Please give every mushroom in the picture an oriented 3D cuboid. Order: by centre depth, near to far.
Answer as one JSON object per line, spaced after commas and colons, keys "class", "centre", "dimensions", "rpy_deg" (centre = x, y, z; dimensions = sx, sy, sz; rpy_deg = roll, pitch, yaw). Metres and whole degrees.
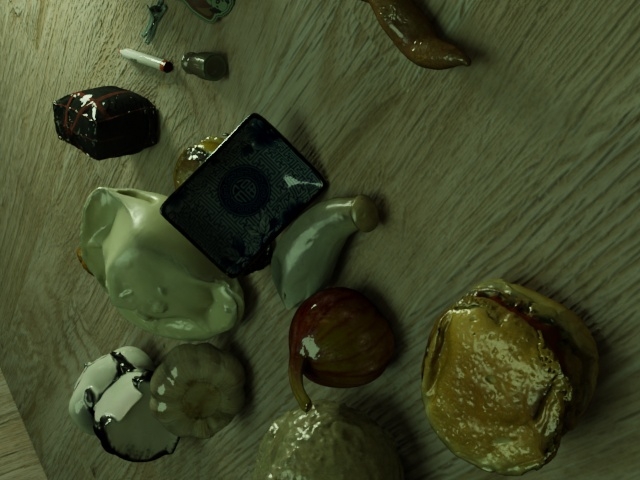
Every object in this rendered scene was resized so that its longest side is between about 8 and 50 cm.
{"class": "mushroom", "centre": [0.000, 0.000, 1.406], "dimensions": [0.118, 0.103, 0.270], "rpy_deg": [57, 135, 21]}

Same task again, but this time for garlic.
{"class": "garlic", "centre": [-0.269, 0.309, 1.827], "dimensions": [0.212, 0.219, 0.218], "rpy_deg": [-122, 28, -70]}

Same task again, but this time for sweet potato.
{"class": "sweet potato", "centre": [0.116, -0.308, 1.168], "dimensions": [0.281, 0.059, 0.067], "rpy_deg": [52, 127, 26]}

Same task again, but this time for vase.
{"class": "vase", "centre": [-0.226, -0.336, 1.604], "dimensions": [0.101, 0.053, 0.053], "rpy_deg": [22, 120, 51]}

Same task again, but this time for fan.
{"class": "fan", "centre": [-0.247, -0.486, 1.503], "dimensions": [0.220, 0.009, 0.132], "rpy_deg": [40, 137, -17]}

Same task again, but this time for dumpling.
{"class": "dumpling", "centre": [-0.336, 0.071, 1.754], "dimensions": [0.395, 0.233, 0.315], "rpy_deg": [32, 130, 3]}

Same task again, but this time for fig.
{"class": "fig", "centre": [0.007, 0.172, 1.372], "dimensions": [0.175, 0.207, 0.175], "rpy_deg": [39, 142, 39]}

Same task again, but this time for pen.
{"class": "pen", "centre": [-0.384, -0.392, 1.807], "dimensions": [0.218, 0.026, 0.026], "rpy_deg": [26, 123, 45]}

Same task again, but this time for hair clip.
{"class": "hair clip", "centre": [-0.356, -0.454, 1.739], "dimensions": [0.115, 0.039, 0.030], "rpy_deg": [-50, 58, 51]}

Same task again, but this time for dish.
{"class": "dish", "centre": [-0.133, -0.080, 1.455], "dimensions": [0.182, 0.243, 0.080], "rpy_deg": [44, -175, -11]}

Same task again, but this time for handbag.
{"class": "handbag", "centre": [-0.482, -0.261, 1.864], "dimensions": [0.215, 0.169, 0.155], "rpy_deg": [26, 123, 44]}

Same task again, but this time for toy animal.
{"class": "toy animal", "centre": [-0.488, 0.402, 2.081], "dimensions": [0.310, 0.251, 0.250], "rpy_deg": [24, 122, 55]}

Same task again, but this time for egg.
{"class": "egg", "centre": [0.012, 0.419, 1.421], "dimensions": [0.279, 0.279, 0.310], "rpy_deg": [32, 113, 42]}

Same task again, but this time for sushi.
{"class": "sushi", "centre": [-0.145, 0.023, 1.612], "dimensions": [0.094, 0.084, 0.098], "rpy_deg": [35, 133, 36]}

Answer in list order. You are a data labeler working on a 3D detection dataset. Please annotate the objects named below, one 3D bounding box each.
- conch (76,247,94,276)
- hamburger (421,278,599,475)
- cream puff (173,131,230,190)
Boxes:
{"class": "conch", "centre": [-0.497, 0.047, 2.086], "dimensions": [0.331, 0.093, 0.109], "rpy_deg": [8, 92, 30]}
{"class": "hamburger", "centre": [0.248, 0.173, 1.105], "dimensions": [0.245, 0.163, 0.244], "rpy_deg": [14, 110, 42]}
{"class": "cream puff", "centre": [-0.189, -0.111, 1.577], "dimensions": [0.189, 0.129, 0.188], "rpy_deg": [15, 116, 33]}
